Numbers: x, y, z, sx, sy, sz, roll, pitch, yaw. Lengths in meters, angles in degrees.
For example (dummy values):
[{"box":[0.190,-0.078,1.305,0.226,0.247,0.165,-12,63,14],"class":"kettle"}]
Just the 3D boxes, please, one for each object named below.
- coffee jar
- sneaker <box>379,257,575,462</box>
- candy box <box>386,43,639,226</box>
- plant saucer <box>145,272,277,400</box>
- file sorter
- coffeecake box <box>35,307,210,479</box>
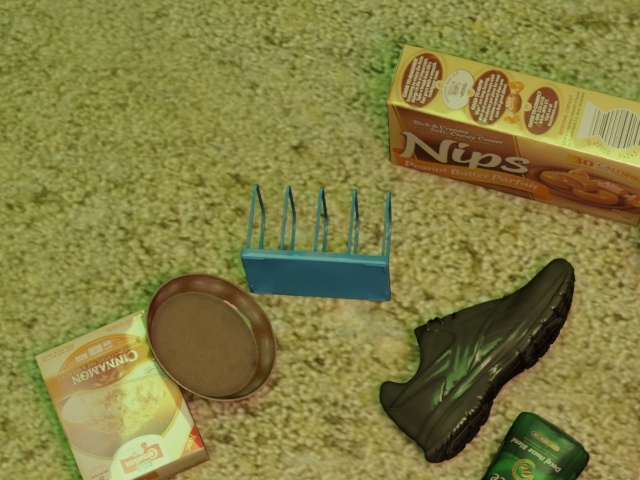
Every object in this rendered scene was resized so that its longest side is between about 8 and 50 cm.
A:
[{"box":[0.216,0.290,1.848,0.096,0.079,0.184,33,76,14],"class":"coffee jar"},{"box":[0.183,0.117,1.903,0.130,0.109,0.286,39,75,22],"class":"sneaker"},{"box":[0.240,-0.121,1.938,0.316,0.183,0.087,16,71,9],"class":"candy box"},{"box":[-0.132,0.117,1.926,0.168,0.029,0.168,16,52,-22],"class":"plant saucer"},{"box":[0.000,0.000,1.949,0.170,0.118,0.104,3,67,5],"class":"file sorter"},{"box":[-0.231,0.196,1.919,0.142,0.068,0.185,-24,71,-5],"class":"coffeecake box"}]
